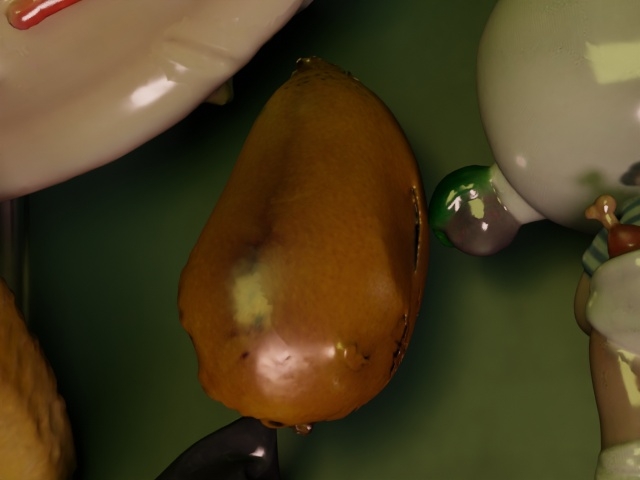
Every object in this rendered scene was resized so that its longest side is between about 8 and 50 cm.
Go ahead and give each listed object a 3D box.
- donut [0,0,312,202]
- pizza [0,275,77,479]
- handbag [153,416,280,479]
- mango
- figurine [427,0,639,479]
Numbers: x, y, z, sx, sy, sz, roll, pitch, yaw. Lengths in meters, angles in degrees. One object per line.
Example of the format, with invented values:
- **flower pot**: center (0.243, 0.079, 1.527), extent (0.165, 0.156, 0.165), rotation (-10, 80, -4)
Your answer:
- **donut**: center (-0.147, -0.191, 0.621), extent (0.383, 0.142, 0.382), rotation (-5, 73, 17)
- **pizza**: center (-0.226, 0.013, 0.579), extent (0.288, 0.280, 0.075), rotation (-12, 34, 41)
- **handbag**: center (-0.070, 0.202, 0.500), extent (0.254, 0.089, 0.211), rotation (-38, 55, 7)
- **mango**: center (0.000, 0.000, 0.545), extent (0.063, 0.077, 0.127), rotation (-15, 52, 39)
- **figurine**: center (0.100, -0.014, 0.507), extent (0.147, 0.093, 0.197), rotation (-15, 73, 23)
